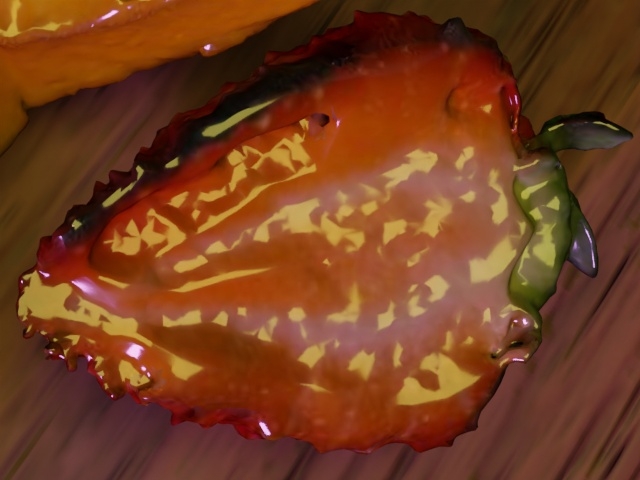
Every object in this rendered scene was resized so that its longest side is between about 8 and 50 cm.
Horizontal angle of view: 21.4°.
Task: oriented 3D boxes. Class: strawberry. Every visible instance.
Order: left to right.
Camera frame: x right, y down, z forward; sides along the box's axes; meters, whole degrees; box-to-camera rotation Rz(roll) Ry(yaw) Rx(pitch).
[{"bbox_3d":[0.003,0.000,0.555,0.192,0.085,0.140,-42,107,-12],"label":"strawberry"}]

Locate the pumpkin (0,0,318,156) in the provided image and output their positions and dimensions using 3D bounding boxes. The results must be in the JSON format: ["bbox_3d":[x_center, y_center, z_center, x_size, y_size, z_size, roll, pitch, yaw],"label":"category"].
[{"bbox_3d":[-0.146,-0.139,0.529,0.258,0.095,0.290,-33,82,-6],"label":"pumpkin"}]
